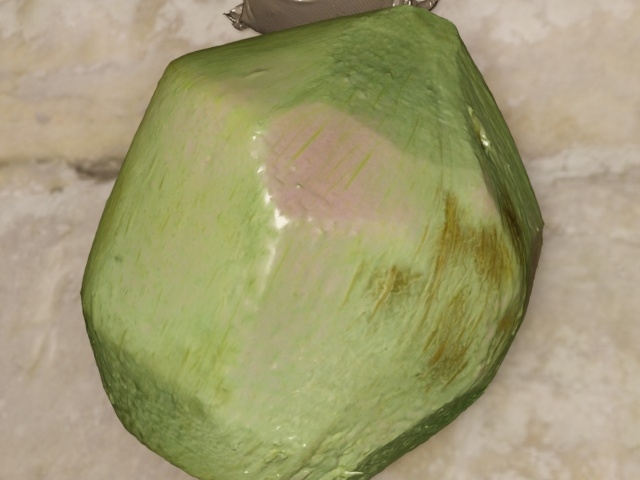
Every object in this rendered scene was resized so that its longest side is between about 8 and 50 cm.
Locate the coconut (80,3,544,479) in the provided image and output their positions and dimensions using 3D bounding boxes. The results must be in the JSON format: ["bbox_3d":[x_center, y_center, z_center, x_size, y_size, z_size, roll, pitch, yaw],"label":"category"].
[{"bbox_3d":[0.000,0.000,1.108,0.281,0.328,0.328,28,92,41],"label":"coconut"}]

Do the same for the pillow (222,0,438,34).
[{"bbox_3d":[0.006,-0.273,1.282,0.169,0.059,0.255,0,82,24],"label":"pillow"}]
